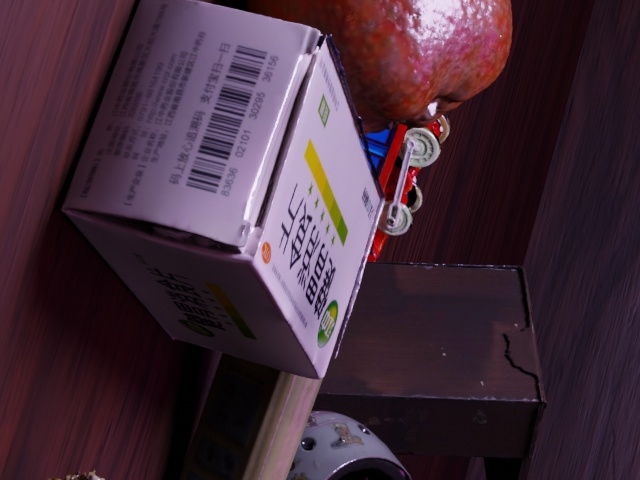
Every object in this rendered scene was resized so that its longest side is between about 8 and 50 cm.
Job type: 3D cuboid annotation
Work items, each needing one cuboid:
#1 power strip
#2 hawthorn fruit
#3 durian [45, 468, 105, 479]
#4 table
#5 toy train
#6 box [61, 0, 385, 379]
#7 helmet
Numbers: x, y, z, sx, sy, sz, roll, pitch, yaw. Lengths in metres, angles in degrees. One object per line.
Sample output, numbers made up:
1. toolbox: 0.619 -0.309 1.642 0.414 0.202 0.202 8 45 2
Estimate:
1. power strip: -0.074 0.193 1.329 0.066 0.092 0.388 18 92 -47
2. hawthorn fruit: 0.037 -0.217 1.230 0.210 0.210 0.262 1 77 -75
3. durian: -0.191 0.249 0.990 0.224 0.078 0.140 -98 -151 -60
4. table: 0.085 0.190 1.590 0.196 0.250 0.282 -92 -176 -49
5. toy train: 0.055 -0.092 1.562 0.083 0.131 0.204 -61 171 -60
6. box: -0.059 -0.029 1.143 0.333 0.145 0.173 65 39 -68
7. helmet: -0.014 0.221 1.413 0.153 0.107 0.177 -10 151 -38
